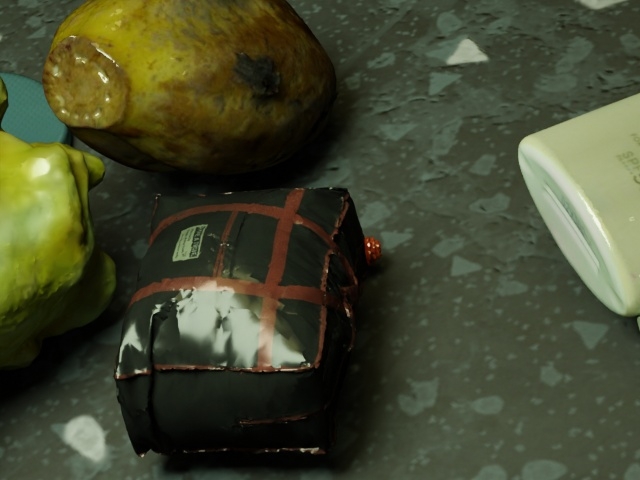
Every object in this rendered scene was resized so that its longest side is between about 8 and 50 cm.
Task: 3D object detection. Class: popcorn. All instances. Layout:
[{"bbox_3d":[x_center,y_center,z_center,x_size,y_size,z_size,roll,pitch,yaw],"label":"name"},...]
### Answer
[{"bbox_3d":[-0.318,0.030,1.470,0.321,0.290,0.325,-37,62,35],"label":"popcorn"}]

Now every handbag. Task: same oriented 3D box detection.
[{"bbox_3d":[-0.054,0.057,1.407,0.169,0.155,0.215,-1,44,11],"label":"handbag"}]

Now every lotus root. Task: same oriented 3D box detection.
[{"bbox_3d":[-0.106,-0.130,1.574,0.193,0.193,0.291,15,8,31],"label":"lotus root"}]

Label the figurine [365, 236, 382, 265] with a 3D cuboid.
[{"bbox_3d":[0.000,0.000,1.540,0.060,0.047,0.106,-14,26,-30],"label":"figurine"}]

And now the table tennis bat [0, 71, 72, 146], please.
[{"bbox_3d":[-0.386,-0.092,1.773,0.329,0.044,0.215,9,48,23],"label":"table tennis bat"}]

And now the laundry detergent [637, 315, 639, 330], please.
[{"bbox_3d":[0.370,0.068,1.312,0.290,0.094,0.143,-8,45,14],"label":"laundry detergent"}]

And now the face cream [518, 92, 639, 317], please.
[{"bbox_3d":[0.341,-0.067,1.438,0.349,0.081,0.173,-20,58,-14],"label":"face cream"}]
